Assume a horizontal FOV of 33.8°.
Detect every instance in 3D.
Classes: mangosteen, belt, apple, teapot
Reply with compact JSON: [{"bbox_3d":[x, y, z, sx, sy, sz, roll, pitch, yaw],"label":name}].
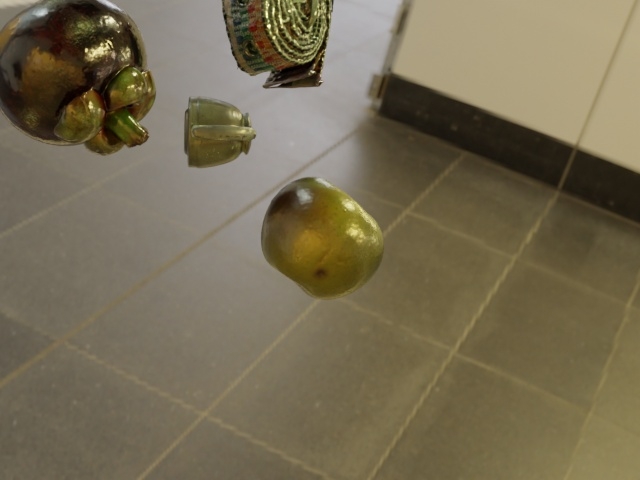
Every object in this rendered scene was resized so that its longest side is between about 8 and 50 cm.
[{"bbox_3d":[-0.440,-0.289,1.888,0.300,0.300,0.300,13,28,-7],"label":"mangosteen"},{"bbox_3d":[-0.076,-0.462,2.081,0.161,0.294,0.207,-2,-10,39],"label":"belt"},{"bbox_3d":[0.000,0.000,1.622,0.196,0.157,0.196,39,-4,3],"label":"apple"},{"bbox_3d":[-0.154,-0.174,1.610,0.108,0.149,0.111,0,68,-8],"label":"teapot"}]
